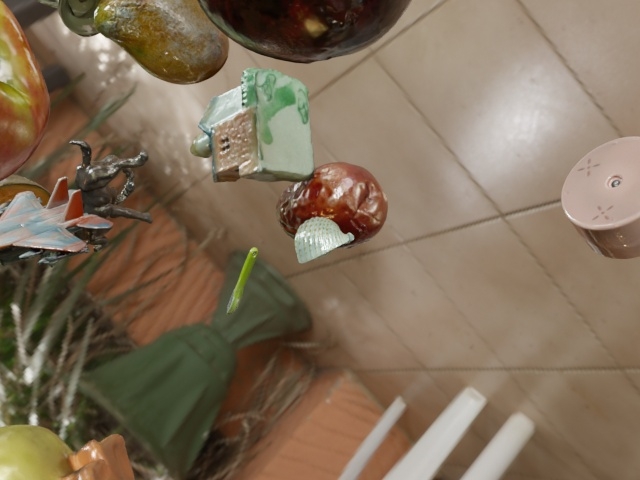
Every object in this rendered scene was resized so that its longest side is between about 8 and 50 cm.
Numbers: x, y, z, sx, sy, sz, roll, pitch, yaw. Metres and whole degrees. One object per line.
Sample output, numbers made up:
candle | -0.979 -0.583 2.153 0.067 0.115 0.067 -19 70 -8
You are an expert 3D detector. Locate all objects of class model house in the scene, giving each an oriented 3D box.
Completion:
model house | -0.197 -0.259 2.279 0.325 0.194 0.267 -13 77 43

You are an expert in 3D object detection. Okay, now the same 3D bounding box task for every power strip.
power strip | 0.396 -0.057 1.179 0.078 0.154 0.154 42 164 -36

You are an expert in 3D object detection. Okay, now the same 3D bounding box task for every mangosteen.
mangosteen | -0.023 -0.466 1.357 0.381 0.381 0.421 51 -159 -13

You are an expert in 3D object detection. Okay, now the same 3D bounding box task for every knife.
knife | -0.169 0.092 1.937 0.026 0.022 0.184 49 127 41

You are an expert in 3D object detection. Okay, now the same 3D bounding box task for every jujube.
jujube | 0.024 -0.084 2.302 0.318 0.223 0.223 -8 124 51

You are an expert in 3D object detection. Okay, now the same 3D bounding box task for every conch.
conch | -0.003 -0.003 1.214 0.085 0.076 0.057 -31 96 37

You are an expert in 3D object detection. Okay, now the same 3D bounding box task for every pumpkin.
pumpkin | -0.751 -0.114 2.033 0.130 0.254 0.149 55 154 25

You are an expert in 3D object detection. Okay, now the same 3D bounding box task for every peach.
peach | -0.451 -0.157 1.018 0.274 0.249 0.245 -12 145 25

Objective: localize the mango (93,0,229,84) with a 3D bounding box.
mango | -0.313 -0.419 1.798 0.146 0.193 0.316 6 177 44

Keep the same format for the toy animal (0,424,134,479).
toy animal | -0.443 0.360 1.242 0.216 0.338 0.191 -115 2 -79

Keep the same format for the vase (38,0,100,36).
vase | -0.532 -0.544 1.877 0.321 0.173 0.173 46 164 44

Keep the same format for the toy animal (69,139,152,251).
toy animal | -0.391 -0.085 1.645 0.084 0.148 0.233 40 141 37

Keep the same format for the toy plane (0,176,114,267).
toy plane | -0.526 0.002 1.523 0.223 0.326 0.104 36 145 37
